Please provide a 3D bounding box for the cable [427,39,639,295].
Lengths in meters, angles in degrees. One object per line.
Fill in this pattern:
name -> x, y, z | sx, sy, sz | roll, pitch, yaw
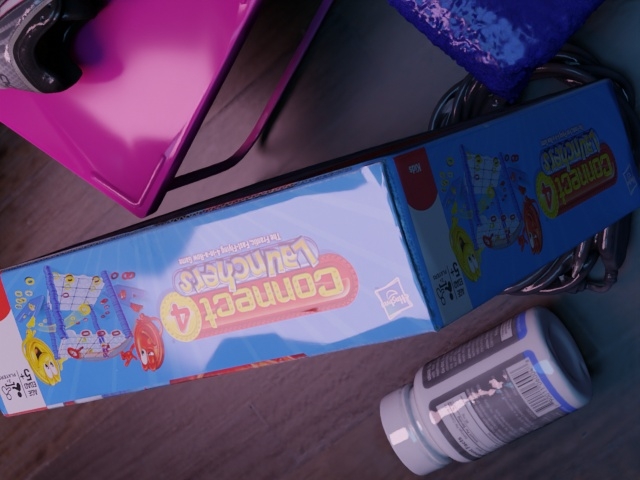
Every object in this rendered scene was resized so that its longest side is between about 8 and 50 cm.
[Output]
cable -> 0.144, -0.053, 0.941 | 0.150, 0.047, 0.184 | 7, 106, 23

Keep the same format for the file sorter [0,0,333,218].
file sorter -> -0.154, -0.191, 0.939 | 0.291, 0.182, 0.202 | 34, 111, 11

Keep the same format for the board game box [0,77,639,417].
board game box -> 0.000, 0.000, 0.824 | 0.302, 0.308, 0.086 | -14, 95, 35

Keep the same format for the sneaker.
sneaker -> -0.164, -0.163, 0.816 | 0.075, 0.063, 0.170 | 20, 113, 16

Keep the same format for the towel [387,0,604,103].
towel -> 0.083, -0.263, 0.869 | 0.308, 0.076, 0.227 | 44, 86, 9

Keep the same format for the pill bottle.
pill bottle -> 0.115, 0.109, 0.960 | 0.137, 0.078, 0.078 | -30, 90, 22
